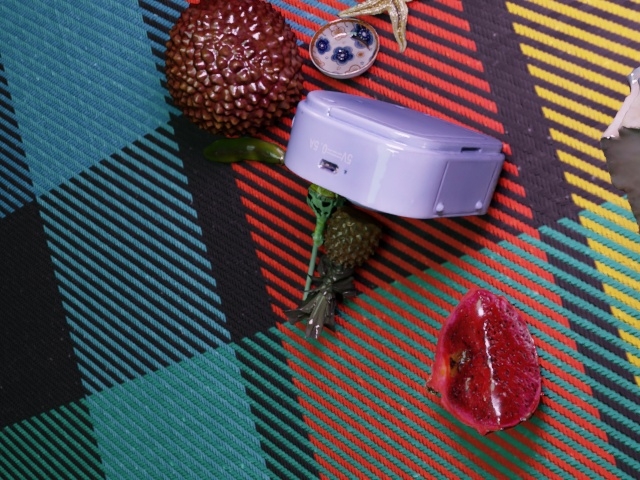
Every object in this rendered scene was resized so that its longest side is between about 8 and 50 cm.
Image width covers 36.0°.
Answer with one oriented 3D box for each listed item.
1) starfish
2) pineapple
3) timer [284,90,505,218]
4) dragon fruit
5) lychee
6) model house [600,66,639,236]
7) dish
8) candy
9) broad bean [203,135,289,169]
[{"bbox_3d":[0.139,-0.464,1.891,0.223,0.050,0.216,-2,112,10],"label":"starfish"},{"bbox_3d":[0.021,0.066,1.985,0.130,0.119,0.277,20,108,-10],"label":"pineapple"},{"bbox_3d":[0.107,-0.147,1.768,0.395,0.395,0.173,25,109,33],"label":"timer"},{"bbox_3d":[0.291,0.236,1.807,0.211,0.134,0.262,-25,62,46],"label":"dragon fruit"},{"bbox_3d":[-0.181,-0.359,2.019,0.306,0.330,0.306,-1,84,7],"label":"lychee"},{"bbox_3d":[0.587,-0.167,1.468,0.243,0.298,0.284,10,61,33],"label":"model house"},{"bbox_3d":[0.053,-0.368,1.984,0.141,0.078,0.141,-4,63,8],"label":"dish"},{"bbox_3d":[0.000,0.000,2.043,0.083,0.091,0.305,34,123,42],"label":"candy"},{"bbox_3d":[-0.163,-0.196,2.155,0.254,0.046,0.065,8,110,34],"label":"broad bean"}]
